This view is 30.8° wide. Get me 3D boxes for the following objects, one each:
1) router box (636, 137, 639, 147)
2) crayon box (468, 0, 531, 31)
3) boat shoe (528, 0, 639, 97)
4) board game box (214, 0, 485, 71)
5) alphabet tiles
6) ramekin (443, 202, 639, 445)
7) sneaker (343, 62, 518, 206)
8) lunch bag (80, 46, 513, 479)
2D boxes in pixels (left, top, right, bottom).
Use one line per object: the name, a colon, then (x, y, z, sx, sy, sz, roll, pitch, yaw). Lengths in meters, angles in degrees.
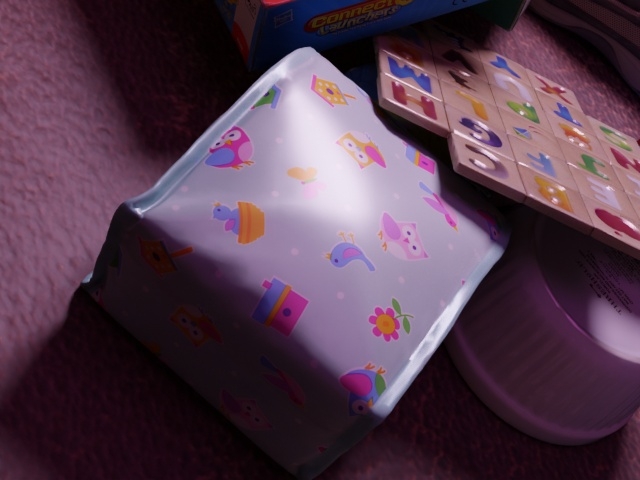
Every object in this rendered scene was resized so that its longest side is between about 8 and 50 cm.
router box: (0.518, 0.005, 1.218, 0.335, 0.082, 0.301, -3, 60, -35)
crayon box: (0.147, -0.428, 1.195, 0.313, 0.106, 0.363, 31, 58, 7)
boat shoe: (0.331, -0.287, 1.281, 0.355, 0.130, 0.132, 38, 45, -3)
board game box: (0.021, -0.326, 0.999, 0.308, 0.086, 0.302, -20, 69, -19)
alphabet tiles: (0.172, -0.098, 0.978, 0.285, 0.011, 0.342, 25, 26, -12)
ramekin: (0.208, 0.053, 0.959, 0.207, 0.109, 0.207, 17, 49, -21)
sneaker: (0.119, -0.108, 1.037, 0.240, 0.091, 0.126, 11, 43, -36)
lunch bag: (0.000, 0.000, 0.828, 0.223, 0.160, 0.262, 40, 51, 2)
